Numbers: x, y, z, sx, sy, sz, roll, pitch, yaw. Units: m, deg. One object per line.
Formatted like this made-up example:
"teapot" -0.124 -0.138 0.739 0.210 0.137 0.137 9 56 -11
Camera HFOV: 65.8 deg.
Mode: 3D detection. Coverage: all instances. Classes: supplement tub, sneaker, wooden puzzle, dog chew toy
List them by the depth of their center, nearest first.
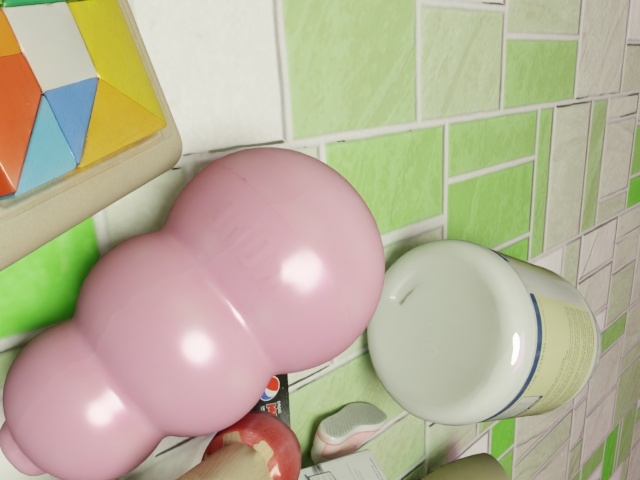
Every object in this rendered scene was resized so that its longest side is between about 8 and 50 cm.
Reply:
"wooden puzzle" -0.187 -0.126 0.337 0.221 0.044 0.238 -55 139 -55
"dog chew toy" -0.104 0.065 0.424 0.332 0.207 0.206 -37 123 -20
"sneaker" 0.037 0.277 0.698 0.134 0.051 0.070 0 115 -48
"supplement tub" 0.252 0.137 0.724 0.325 0.236 0.235 15 91 -43

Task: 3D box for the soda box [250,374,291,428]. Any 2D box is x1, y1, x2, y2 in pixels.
"soda box" -0.073 0.187 0.571 0.060 0.053 0.168 -15 111 -39

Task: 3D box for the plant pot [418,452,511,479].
"plant pot" 0.204 0.501 0.783 0.191 0.284 0.283 -7 109 -4

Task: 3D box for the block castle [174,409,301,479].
"block castle" -0.106 0.395 0.380 0.453 0.303 0.213 -51 167 -1

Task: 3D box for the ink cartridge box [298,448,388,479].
"ink cartridge box" -0.022 0.343 0.602 0.191 0.082 0.139 3 128 -41
